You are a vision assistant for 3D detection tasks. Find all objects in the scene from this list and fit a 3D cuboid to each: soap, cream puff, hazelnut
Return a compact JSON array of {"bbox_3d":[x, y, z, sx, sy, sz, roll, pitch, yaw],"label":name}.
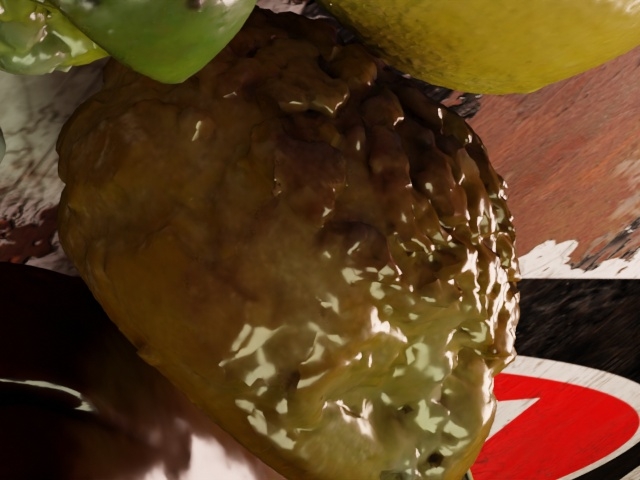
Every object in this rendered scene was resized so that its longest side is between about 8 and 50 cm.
[{"bbox_3d":[0.144,-0.208,0.964,0.306,0.115,0.427,-39,152,19],"label":"soap"},{"bbox_3d":[0.000,0.000,0.986,0.231,0.343,0.327,-48,-172,0],"label":"cream puff"},{"bbox_3d":[-0.225,0.221,1.133,0.402,0.402,0.429,-35,158,18],"label":"hazelnut"}]

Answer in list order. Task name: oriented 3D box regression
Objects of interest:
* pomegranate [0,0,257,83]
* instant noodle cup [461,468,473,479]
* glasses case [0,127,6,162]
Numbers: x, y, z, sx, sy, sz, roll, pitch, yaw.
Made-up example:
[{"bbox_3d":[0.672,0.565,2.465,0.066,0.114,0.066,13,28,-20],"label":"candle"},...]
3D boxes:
[{"bbox_3d":[-0.108,-0.184,0.693,0.236,0.236,0.302,-37,-176,22],"label":"pomegranate"},{"bbox_3d":[-0.045,0.272,1.514,0.325,0.325,0.254,-37,144,22],"label":"instant noodle cup"},{"bbox_3d":[-0.273,-0.059,0.930,0.076,0.049,0.197,-40,152,27],"label":"glasses case"}]
